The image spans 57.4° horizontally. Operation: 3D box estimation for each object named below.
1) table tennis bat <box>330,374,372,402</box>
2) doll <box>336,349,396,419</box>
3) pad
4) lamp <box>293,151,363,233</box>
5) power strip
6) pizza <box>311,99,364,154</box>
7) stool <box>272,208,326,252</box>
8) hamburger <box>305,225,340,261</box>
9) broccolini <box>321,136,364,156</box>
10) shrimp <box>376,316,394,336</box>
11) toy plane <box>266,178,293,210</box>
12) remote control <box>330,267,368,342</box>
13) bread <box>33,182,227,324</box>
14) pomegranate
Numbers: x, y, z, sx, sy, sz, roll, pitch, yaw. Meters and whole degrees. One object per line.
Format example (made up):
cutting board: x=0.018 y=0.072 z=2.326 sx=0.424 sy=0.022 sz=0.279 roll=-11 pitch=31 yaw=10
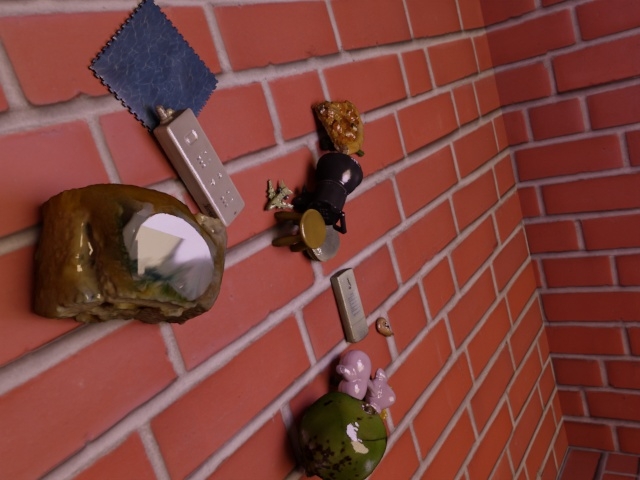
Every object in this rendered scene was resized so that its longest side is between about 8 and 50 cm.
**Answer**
table tennis bat: x=0.104 y=0.461 z=1.850 sx=0.234 sy=0.022 sz=0.131 roll=29 pitch=63 yaw=-49
doll: x=0.144 y=0.452 z=1.814 sx=0.365 sy=0.094 sz=0.160 roll=44 pitch=54 yaw=-45
pad: x=-0.369 y=-0.380 z=1.348 sx=0.269 sy=0.012 sz=0.269 roll=48 pitch=50 yaw=-38
lamp: x=0.020 y=-0.133 z=1.704 sx=0.147 sy=0.172 sz=0.227 roll=84 pitch=22 yaw=-46
power strip: x=-0.286 y=-0.173 z=1.379 sx=0.098 sy=0.058 sz=0.338 roll=-55 pitch=129 yaw=-39
pizza: x=0.064 y=-0.376 z=1.831 sx=0.197 sy=0.058 sz=0.292 roll=36 pitch=38 yaw=-21
stool: x=-0.059 y=-0.028 z=1.626 sx=0.135 sy=0.110 sz=0.134 roll=-49 pitch=122 yaw=-43
hamburger: x=0.000 y=0.000 z=1.739 sx=0.140 sy=0.062 sz=0.133 roll=-20 pitch=98 yaw=-50
broccolini: x=0.077 y=-0.299 z=1.902 sx=0.239 sy=0.051 sz=0.054 roll=-1 pitch=130 yaw=-58
shrimp: x=0.226 y=0.300 z=2.029 sx=0.108 sy=0.023 sz=0.059 roll=32 pitch=53 yaw=-47
toy plane: x=-0.117 y=-0.119 z=1.620 sx=0.102 sy=0.040 sz=0.111 roll=47 pitch=46 yaw=-14
remote control: x=0.095 y=0.206 z=1.855 sx=0.098 sy=0.038 sz=0.233 roll=-28 pitch=107 yaw=-51
bread: x=-0.324 y=0.043 z=1.151 sx=0.395 sy=0.264 sz=0.239 roll=16 pitch=69 yaw=-49
pomegranate: x=0.048 y=0.548 z=1.596 sx=0.270 sy=0.254 sz=0.254 roll=-43 pitch=131 yaw=4
